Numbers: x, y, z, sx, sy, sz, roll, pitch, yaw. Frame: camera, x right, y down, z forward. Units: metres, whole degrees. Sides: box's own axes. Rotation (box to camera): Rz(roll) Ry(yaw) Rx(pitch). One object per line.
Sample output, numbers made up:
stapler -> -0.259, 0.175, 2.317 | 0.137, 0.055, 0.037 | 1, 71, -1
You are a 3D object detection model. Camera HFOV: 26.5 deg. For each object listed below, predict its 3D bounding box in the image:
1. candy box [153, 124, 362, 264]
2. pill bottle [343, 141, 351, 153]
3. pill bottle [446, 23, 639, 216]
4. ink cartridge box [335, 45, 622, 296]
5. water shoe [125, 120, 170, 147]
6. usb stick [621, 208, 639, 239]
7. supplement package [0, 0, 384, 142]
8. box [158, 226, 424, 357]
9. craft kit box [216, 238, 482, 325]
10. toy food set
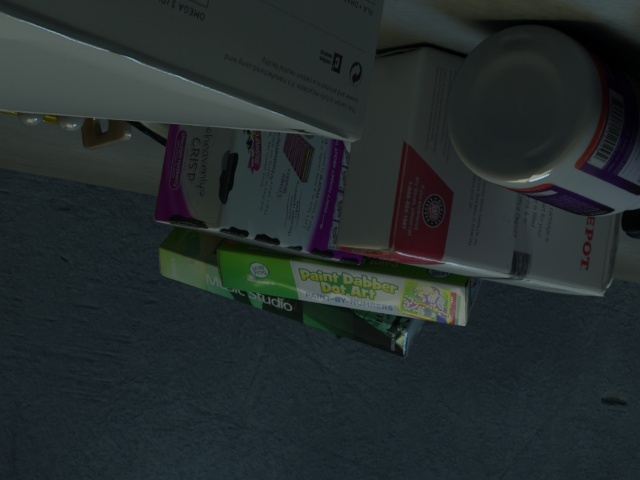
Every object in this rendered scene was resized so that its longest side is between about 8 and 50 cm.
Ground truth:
candy box -> -0.036, -0.073, 1.171 | 0.071, 0.159, 0.233 | 7, 175, 31
pill bottle -> 0.084, -0.099, 1.175 | 0.120, 0.067, 0.067 | 8, 176, 32
pill bottle -> 0.178, -0.075, 0.946 | 0.108, 0.108, 0.193 | 7, 176, 35
ink cartridge box -> 0.133, -0.049, 1.076 | 0.218, 0.158, 0.092 | 12, 175, -30
water shoe -> -0.139, -0.134, 1.235 | 0.203, 0.080, 0.073 | 35, 172, -3
usb stick -> 0.522, -0.003, 1.811 | 0.278, 0.045, 0.077 | 12, 177, -29
supplement package -> -0.133, -0.132, 0.506 | 0.262, 0.145, 0.204 | 7, 176, 34
box -> 0.000, 0.000, 1.639 | 0.322, 0.232, 0.058 | 16, 135, 19
craft kit box -> 0.056, -0.027, 1.370 | 0.250, 0.061, 0.246 | 9, -144, 18
toy food set -> -0.376, -0.145, 1.487 | 0.306, 0.092, 0.220 | 11, 176, -20
